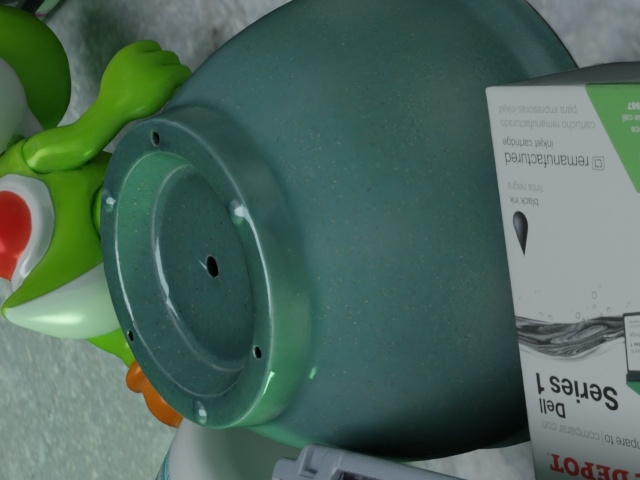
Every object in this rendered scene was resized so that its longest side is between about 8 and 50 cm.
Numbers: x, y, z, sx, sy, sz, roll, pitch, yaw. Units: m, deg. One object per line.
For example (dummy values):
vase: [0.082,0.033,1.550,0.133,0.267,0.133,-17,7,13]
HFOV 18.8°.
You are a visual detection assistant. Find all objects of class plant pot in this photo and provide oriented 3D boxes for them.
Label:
plant pot: [0.000,0.000,1.090,0.293,0.196,0.293,27,124,48]

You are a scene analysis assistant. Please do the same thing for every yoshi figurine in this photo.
yoshi figurine: [-0.171,-0.050,1.341,0.362,0.203,0.203,39,177,9]

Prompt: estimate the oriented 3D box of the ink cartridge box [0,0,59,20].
ink cartridge box: [-0.301,-0.218,1.416,0.306,0.226,0.131,-37,70,55]

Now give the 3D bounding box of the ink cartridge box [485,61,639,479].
ink cartridge box: [0.175,0.026,0.938,0.160,0.092,0.219,5,105,55]

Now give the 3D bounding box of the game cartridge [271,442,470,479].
game cartridge: [0.130,0.160,0.965,0.294,0.196,0.060,5,82,57]

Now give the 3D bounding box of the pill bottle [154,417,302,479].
pill bottle: [-0.058,0.216,1.298,0.146,0.146,0.264,56,141,26]
